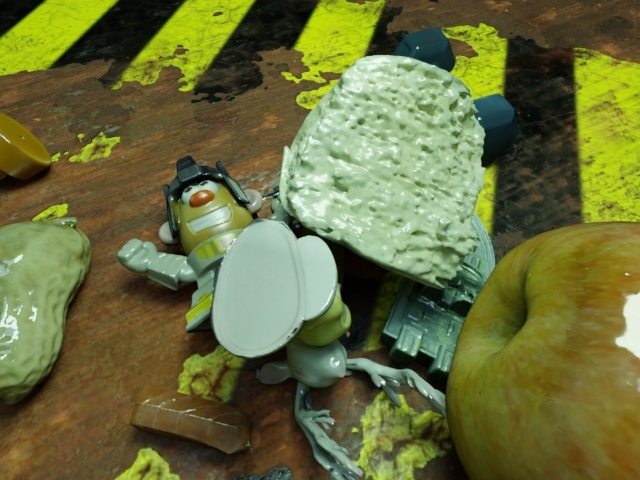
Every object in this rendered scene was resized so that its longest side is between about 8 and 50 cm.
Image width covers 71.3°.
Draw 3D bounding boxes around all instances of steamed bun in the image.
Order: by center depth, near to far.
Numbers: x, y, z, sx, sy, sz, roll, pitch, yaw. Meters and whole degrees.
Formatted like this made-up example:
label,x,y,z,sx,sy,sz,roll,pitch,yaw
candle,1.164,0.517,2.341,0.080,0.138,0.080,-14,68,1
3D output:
label,x,y,z,sx,sy,sz,roll,pitch,yaw
steamed bun,0.101,-0.108,0.650,0.290,0.273,0.272,31,93,-20

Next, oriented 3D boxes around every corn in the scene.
label,x,y,z,sx,sy,sz,roll,pitch,yaw
corn,0.000,0.000,0.778,0.080,0.080,0.231,0,58,-3

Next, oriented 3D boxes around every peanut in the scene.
label,x,y,z,sx,sy,sz,roll,pitch,yaw
peanut,-0.447,0.080,0.656,0.143,0.159,0.291,-13,54,20

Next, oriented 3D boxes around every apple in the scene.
label,x,y,z,sx,sy,sz,roll,pitch,yaw
apple,0.325,0.163,0.465,0.346,0.391,0.391,24,58,7

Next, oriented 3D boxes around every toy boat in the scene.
label,x,y,z,sx,sy,sz,roll,pitch,yaw
toy boat,0.209,0.070,0.729,0.141,0.092,0.319,26,57,6

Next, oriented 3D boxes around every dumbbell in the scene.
label,x,y,z,sx,sy,sz,roll,pitch,yaw
dumbbell,0.273,-0.306,0.954,0.144,0.160,0.325,-34,58,12

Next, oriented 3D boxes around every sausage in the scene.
label,x,y,z,sx,sy,sz,roll,pitch,yaw
sausage,-0.167,0.247,0.611,0.169,0.065,0.065,13,57,5

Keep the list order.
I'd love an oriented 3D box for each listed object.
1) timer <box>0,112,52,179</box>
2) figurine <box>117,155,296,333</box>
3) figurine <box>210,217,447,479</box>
label,x,y,z,sx,sy,sz,roll,pitch,yaw
timer,-0.613,-0.143,0.833,0.152,0.132,0.132,-41,65,0
figurine,-0.166,-0.001,0.729,0.308,0.143,0.308,13,48,-15
figurine,0.006,0.166,0.562,0.206,0.316,0.284,-42,47,-12
